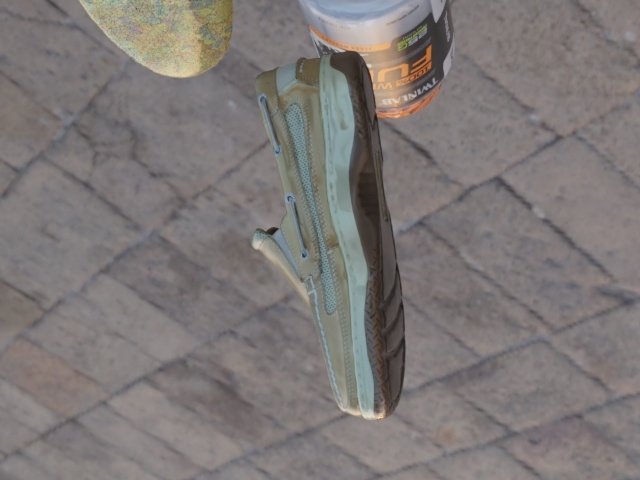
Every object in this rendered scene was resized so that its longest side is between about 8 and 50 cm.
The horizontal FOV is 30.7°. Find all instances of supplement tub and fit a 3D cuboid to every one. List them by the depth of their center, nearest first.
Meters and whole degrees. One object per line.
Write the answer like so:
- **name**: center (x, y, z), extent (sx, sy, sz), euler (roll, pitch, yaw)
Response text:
- **supplement tub**: center (0.047, -0.181, 0.940), extent (0.117, 0.117, 0.190), euler (12, 162, 16)

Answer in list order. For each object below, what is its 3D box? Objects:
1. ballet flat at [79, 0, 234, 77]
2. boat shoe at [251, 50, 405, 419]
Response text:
- **ballet flat**: center (-0.136, -0.263, 0.734), extent (0.123, 0.123, 0.349), euler (-8, 113, 37)
- **boat shoe**: center (0.000, 0.000, 0.607), extent (0.072, 0.190, 0.068), euler (-8, 173, 12)
